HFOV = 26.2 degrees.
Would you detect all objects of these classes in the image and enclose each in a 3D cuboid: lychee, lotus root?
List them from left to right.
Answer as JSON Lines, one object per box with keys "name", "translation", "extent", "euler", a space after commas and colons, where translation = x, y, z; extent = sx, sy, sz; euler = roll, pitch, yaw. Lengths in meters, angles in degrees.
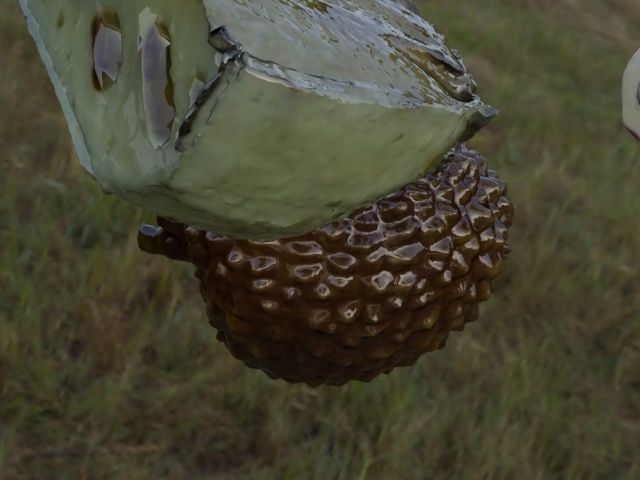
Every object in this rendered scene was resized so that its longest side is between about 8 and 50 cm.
{"name": "lotus root", "translation": [-0.019, -0.053, 0.425], "extent": [0.144, 0.070, 0.143], "euler": [19, 32, -36]}
{"name": "lychee", "translation": [0.000, 0.000, 0.848], "extent": [0.238, 0.200, 0.200], "euler": [-3, 12, 12]}

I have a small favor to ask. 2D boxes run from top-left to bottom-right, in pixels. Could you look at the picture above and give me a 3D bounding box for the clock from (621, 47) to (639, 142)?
{"name": "clock", "translation": [0.318, -0.050, 0.939], "extent": [0.195, 0.100, 0.194], "euler": [23, 23, -33]}
